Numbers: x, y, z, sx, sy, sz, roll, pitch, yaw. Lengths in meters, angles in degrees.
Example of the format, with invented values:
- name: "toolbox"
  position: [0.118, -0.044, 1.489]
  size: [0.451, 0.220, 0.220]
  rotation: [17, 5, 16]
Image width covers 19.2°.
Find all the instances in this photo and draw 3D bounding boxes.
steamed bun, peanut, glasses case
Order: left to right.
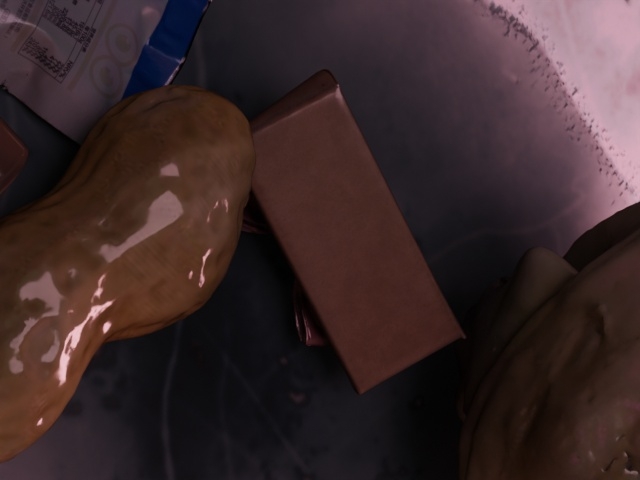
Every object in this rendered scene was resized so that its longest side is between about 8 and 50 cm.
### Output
- name: "peanut"
  position: [-0.130, 0.017, 1.032]
  size: [0.263, 0.101, 0.117]
  rotation: [-43, 95, -25]
- name: "glasses case"
  position: [0.000, 0.000, 1.162]
  size: [0.102, 0.070, 0.193]
  rotation: [-30, 109, -4]
- name: "steamed bun"
  position: [0.192, 0.080, 1.200]
  size: [0.207, 0.268, 0.280]
  rotation: [28, 58, 2]

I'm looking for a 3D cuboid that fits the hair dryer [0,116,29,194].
- name: "hair dryer"
  position: [-0.249, -0.023, 0.982]
  size: [0.117, 0.064, 0.181]
  rotation: [48, 68, -23]

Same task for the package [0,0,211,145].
- name: "package"
  position: [-0.140, -0.150, 1.083]
  size: [0.173, 0.027, 0.171]
  rotation: [35, 67, -34]
